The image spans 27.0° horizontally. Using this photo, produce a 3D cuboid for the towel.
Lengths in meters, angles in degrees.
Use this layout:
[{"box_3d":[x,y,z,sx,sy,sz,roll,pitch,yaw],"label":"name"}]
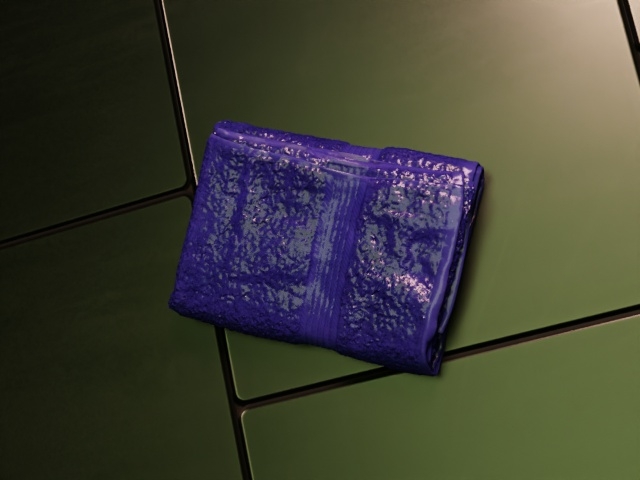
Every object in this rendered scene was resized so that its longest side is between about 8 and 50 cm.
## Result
[{"box_3d":[0.000,0.000,1.388,0.308,0.076,0.227,11,84,20],"label":"towel"}]
